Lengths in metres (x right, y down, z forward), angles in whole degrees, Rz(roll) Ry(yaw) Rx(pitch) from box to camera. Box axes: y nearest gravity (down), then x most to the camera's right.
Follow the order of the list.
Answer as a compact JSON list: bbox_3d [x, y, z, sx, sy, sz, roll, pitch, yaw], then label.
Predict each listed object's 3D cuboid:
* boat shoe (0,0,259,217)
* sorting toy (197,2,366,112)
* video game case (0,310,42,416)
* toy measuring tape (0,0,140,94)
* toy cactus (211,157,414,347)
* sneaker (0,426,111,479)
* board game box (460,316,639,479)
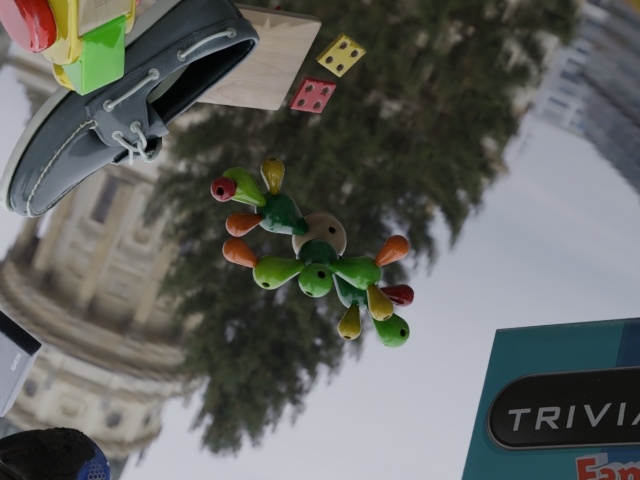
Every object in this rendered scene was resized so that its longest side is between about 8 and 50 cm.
[{"bbox_3d":[-0.192,-0.132,1.373,0.099,0.319,0.116,40,168,12],"label":"boat shoe"},{"bbox_3d":[-0.080,-0.223,1.591,0.274,0.132,0.046,3,-139,-34],"label":"sorting toy"},{"bbox_3d":[-0.461,0.083,1.610,0.274,0.196,0.026,39,-126,0],"label":"video game case"},{"bbox_3d":[-0.199,-0.241,1.061,0.121,0.330,0.121,5,-125,-7],"label":"toy measuring tape"},{"bbox_3d":[0.000,0.000,1.203,0.219,0.112,0.180,33,-167,-6],"label":"toy cactus"},{"bbox_3d":[-0.154,0.249,0.847,0.147,0.330,0.130,-11,-145,-30],"label":"sneaker"},{"bbox_3d":[0.166,0.185,0.557,0.254,0.336,0.079,-8,139,34],"label":"board game box"}]
